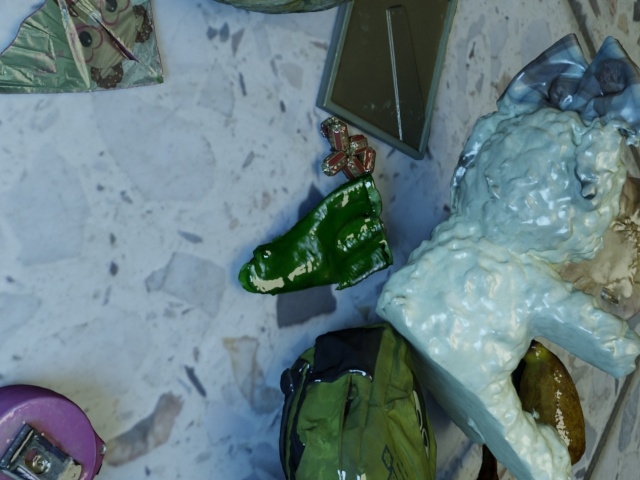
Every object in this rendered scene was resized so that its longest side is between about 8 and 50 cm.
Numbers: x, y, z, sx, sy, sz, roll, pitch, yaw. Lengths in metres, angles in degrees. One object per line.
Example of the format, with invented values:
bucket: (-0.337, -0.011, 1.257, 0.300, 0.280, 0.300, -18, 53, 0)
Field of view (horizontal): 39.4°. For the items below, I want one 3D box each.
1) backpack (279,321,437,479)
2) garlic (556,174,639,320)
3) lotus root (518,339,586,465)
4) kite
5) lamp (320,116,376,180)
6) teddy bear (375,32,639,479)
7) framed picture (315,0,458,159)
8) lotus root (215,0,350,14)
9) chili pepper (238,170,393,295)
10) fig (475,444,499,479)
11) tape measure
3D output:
backpack: (0.035, 0.214, 0.884, 0.253, 0.140, 0.207, -68, 142, -63)
garlic: (0.354, 0.002, 1.218, 0.245, 0.160, 0.244, -2, 102, -11)
lotus root: (0.317, 0.226, 1.241, 0.108, 0.095, 0.190, -14, 100, -79)
kite: (-0.215, -0.211, 0.728, 0.250, 0.012, 0.229, 41, 61, -38)
lamp: (0.031, -0.095, 0.973, 0.083, 0.031, 0.063, 11, 87, -48)
teddy bear: (0.253, 0.031, 0.994, 0.362, 0.327, 0.375, -43, 121, -7)
framed picture: (0.087, -0.238, 1.026, 0.184, 0.016, 0.249, 20, 79, -44)
lotus root: (-0.021, -0.295, 0.813, 0.350, 0.175, 0.175, -12, 102, -46)
chili pepper: (0.002, 0.000, 0.930, 0.216, 0.062, 0.108, -24, 103, -41)
fig: (0.168, 0.354, 1.090, 0.191, 0.191, 0.290, 34, 33, -41)
tape measure: (-0.230, 0.176, 0.698, 0.125, 0.074, 0.118, 48, 60, -38)
